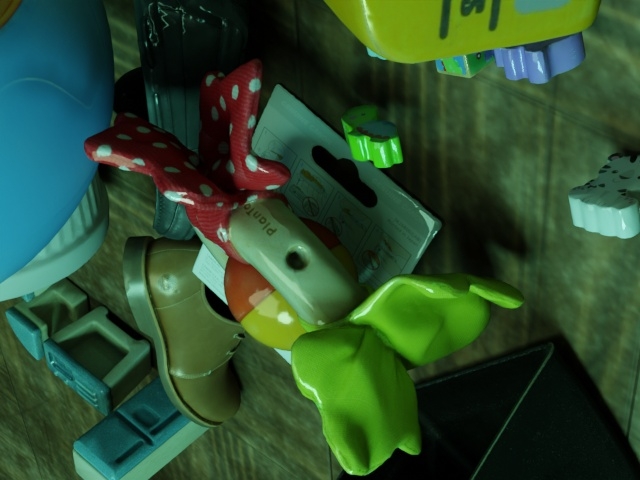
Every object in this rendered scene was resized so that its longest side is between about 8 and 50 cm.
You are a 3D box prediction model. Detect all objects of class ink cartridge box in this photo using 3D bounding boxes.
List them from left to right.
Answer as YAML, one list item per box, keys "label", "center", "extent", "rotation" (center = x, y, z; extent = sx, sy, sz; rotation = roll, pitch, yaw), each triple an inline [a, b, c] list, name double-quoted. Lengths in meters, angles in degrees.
- label: "ink cartridge box"
  center: [0.000, 0.000, 0.892]
  extent: [0.145, 0.045, 0.179]
  rotation: [42, 129, 16]

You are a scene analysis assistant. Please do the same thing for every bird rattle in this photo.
- label: "bird rattle"
  center: [-0.026, 0.021, 0.785]
  extent: [0.253, 0.143, 0.207]
  rotation: [38, 166, 3]

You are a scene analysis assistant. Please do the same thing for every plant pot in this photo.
- label: "plant pot"
  center: [0.103, 0.201, 0.828]
  extent: [0.167, 0.187, 0.188]
  rotation: [44, 149, -11]

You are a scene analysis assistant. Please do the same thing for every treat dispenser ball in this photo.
- label: "treat dispenser ball"
  center: [-0.264, -0.096, 0.777]
  extent: [0.288, 0.288, 0.288]
  rotation: [33, 144, 28]

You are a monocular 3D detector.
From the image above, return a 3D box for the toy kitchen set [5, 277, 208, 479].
- label: "toy kitchen set"
  center: [-0.205, 0.085, 1.143]
  extent: [0.207, 0.122, 0.166]
  rotation: [34, 145, 25]

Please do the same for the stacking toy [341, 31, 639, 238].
- label: "stacking toy"
  center: [0.075, -0.104, 0.668]
  extent: [0.221, 0.052, 0.167]
  rotation: [19, 135, 44]

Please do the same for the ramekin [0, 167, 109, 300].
- label: "ramekin"
  center: [-0.265, -0.052, 1.012]
  extent: [0.207, 0.207, 0.109]
  rotation: [27, 132, 34]

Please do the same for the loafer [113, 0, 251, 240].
- label: "loafer"
  center: [-0.094, -0.085, 0.856]
  extent: [0.078, 0.076, 0.223]
  rotation: [7, 140, -6]

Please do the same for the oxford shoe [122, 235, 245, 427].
- label: "oxford shoe"
  center: [-0.087, 0.077, 1.043]
  extent: [0.076, 0.076, 0.212]
  rotation: [-6, 139, 9]

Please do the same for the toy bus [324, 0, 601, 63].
- label: "toy bus"
  center: [0.040, -0.226, 0.430]
  extent: [0.108, 0.130, 0.332]
  rotation: [-121, 26, -48]
